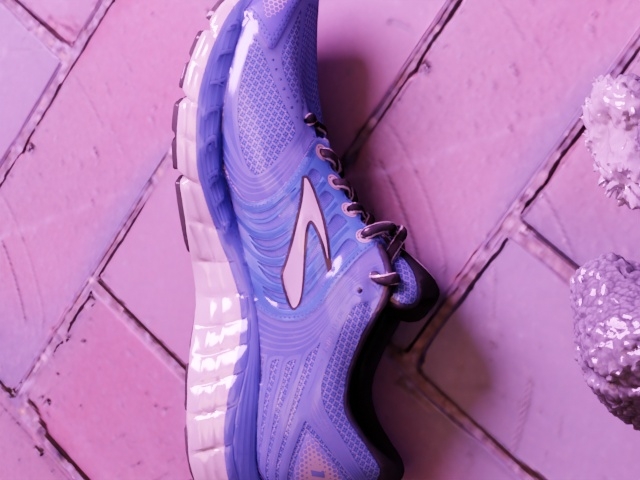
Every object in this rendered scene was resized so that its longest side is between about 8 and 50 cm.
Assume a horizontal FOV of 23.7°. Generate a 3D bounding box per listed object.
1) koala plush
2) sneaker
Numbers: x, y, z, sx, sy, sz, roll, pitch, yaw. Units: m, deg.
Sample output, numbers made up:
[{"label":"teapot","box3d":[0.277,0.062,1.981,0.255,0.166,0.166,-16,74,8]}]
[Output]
[{"label":"koala plush","box3d":[0.222,-0.015,0.764,0.196,0.203,0.221,-23,56,18]},{"label":"sneaker","box3d":[0.000,0.000,0.915,0.147,0.130,0.329,-4,89,15]}]
